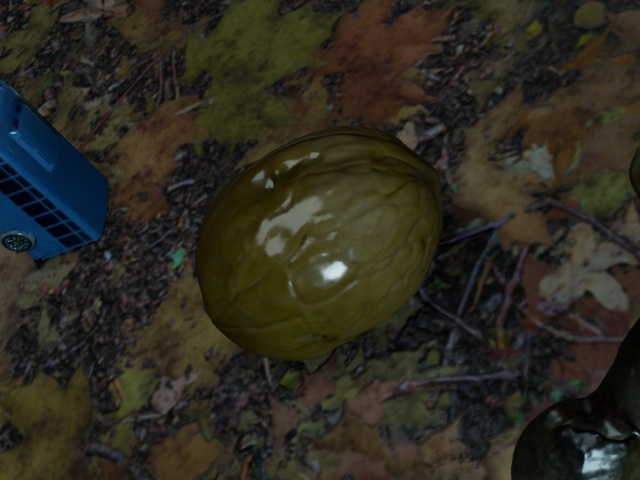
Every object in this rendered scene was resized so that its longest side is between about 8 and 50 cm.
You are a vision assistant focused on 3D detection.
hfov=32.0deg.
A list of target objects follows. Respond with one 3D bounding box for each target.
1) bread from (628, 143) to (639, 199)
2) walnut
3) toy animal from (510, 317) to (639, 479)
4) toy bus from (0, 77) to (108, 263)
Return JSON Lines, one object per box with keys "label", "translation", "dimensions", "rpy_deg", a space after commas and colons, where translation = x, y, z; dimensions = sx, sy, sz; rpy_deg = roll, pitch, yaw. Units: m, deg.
{"label": "bread", "translation": [0.264, -0.041, 0.777], "dimensions": [0.082, 0.060, 0.113], "rpy_deg": [-35, 45, 6]}
{"label": "walnut", "translation": [0.000, 0.000, 0.854], "dimensions": [0.207, 0.167, 0.167], "rpy_deg": [-33, 47, 7]}
{"label": "toy animal", "translation": [0.213, 0.091, 0.649], "dimensions": [0.168, 0.233, 0.121], "rpy_deg": [-12, 52, -27]}
{"label": "toy bus", "translation": [-0.292, -0.068, 1.075], "dimensions": [0.106, 0.185, 0.090], "rpy_deg": [-16, 52, 20]}
